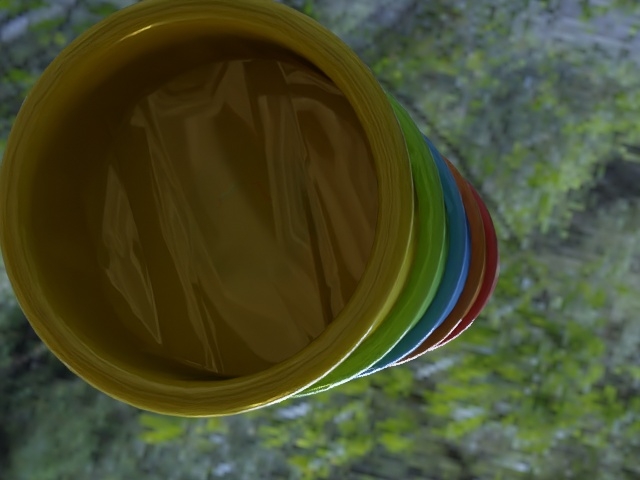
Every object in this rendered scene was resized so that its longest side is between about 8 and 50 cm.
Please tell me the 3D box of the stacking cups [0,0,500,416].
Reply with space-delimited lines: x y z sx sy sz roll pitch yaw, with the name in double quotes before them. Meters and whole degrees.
"stacking cups" 0.000 0.000 0.510 0.316 0.096 0.096 17 86 -80
